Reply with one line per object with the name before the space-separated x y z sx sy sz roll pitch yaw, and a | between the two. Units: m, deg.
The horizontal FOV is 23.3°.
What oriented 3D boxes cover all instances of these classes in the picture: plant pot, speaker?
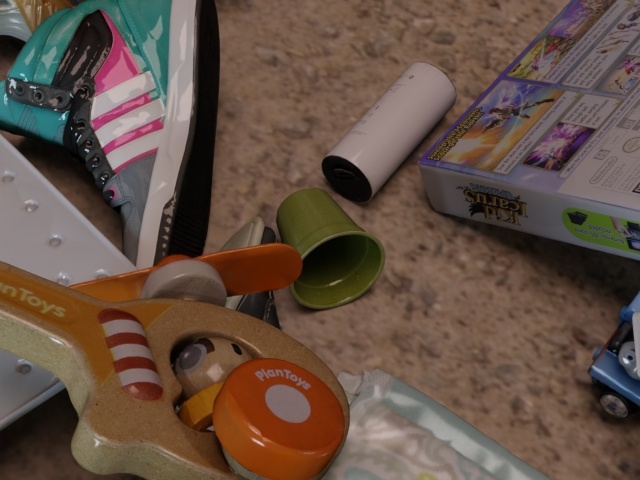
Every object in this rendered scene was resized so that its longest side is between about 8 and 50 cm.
plant pot | 0.000 0.000 1.274 0.083 0.083 0.079 -16 45 -15
speaker | 0.060 -0.095 1.350 0.055 0.055 0.136 32 59 16

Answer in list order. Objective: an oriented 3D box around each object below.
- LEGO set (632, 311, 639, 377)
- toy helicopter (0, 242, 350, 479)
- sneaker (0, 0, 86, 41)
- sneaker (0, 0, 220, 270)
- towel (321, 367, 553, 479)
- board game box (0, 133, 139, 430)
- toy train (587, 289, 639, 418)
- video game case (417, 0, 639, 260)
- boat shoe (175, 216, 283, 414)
LEGO set | 0.352 0.142 1.161 0.244 0.060 0.182 3 78 -26
toy helicopter | -0.144 0.060 1.056 0.355 0.140 0.235 24 36 -7
sneaker | -0.258 -0.232 1.386 0.296 0.112 0.131 7 28 -16
sneaker | -0.186 -0.079 1.283 0.178 0.124 0.295 0 68 9
towel | 0.078 0.296 1.070 0.374 0.090 0.320 33 62 17
board game box | -0.381 0.051 1.189 0.390 0.050 0.390 -34 57 -24
toy train | 0.280 0.060 1.233 0.080 0.105 0.184 33 59 17
video game case | 0.257 -0.104 1.309 0.244 0.061 0.269 16 51 41
boat shoe | -0.065 0.083 1.220 0.079 0.084 0.233 33 43 -26
